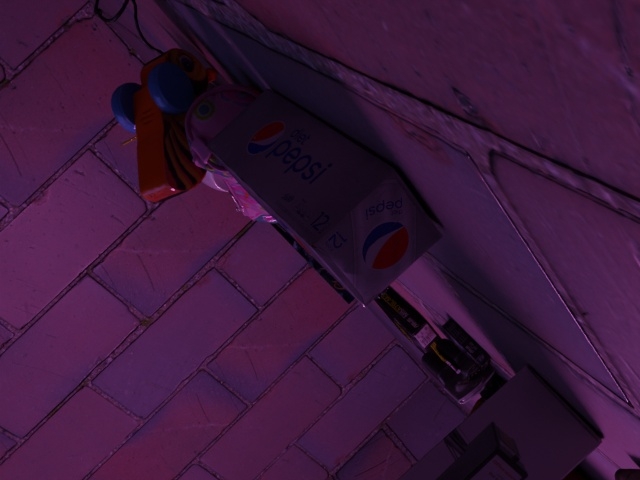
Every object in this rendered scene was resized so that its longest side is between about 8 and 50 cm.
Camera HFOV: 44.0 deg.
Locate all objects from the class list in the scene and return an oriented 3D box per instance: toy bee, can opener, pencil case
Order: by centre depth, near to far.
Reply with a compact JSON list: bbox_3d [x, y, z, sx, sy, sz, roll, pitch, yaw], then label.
[{"bbox_3d":[-0.087,-0.102,1.050,0.124,0.124,0.284,46,176,14],"label":"pencil case"},{"bbox_3d":[-0.194,-0.203,1.097,0.195,0.299,0.162,7,-174,35],"label":"toy bee"},{"bbox_3d":[0.245,0.236,1.344,0.095,0.076,0.283,47,178,-3],"label":"can opener"}]

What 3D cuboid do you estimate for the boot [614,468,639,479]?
[{"bbox_3d":[0.346,0.278,0.798,0.118,0.042,0.087,46,175,-7],"label":"boot"}]

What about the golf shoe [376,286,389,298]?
[{"bbox_3d":[0.047,0.012,1.327,0.198,0.077,0.094,48,-165,8],"label":"golf shoe"}]

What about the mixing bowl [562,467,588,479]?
[{"bbox_3d":[0.414,0.453,1.344,0.181,0.098,0.182,-16,-90,-73],"label":"mixing bowl"}]

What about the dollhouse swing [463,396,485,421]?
[{"bbox_3d":[0.347,0.481,1.372,0.304,0.315,0.347,28,-177,19],"label":"dollhouse swing"}]

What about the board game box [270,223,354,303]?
[{"bbox_3d":[0.000,0.000,1.450,0.243,0.042,0.165,46,-163,6],"label":"board game box"}]

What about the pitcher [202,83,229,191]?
[{"bbox_3d":[-0.147,-0.163,1.287,0.177,0.125,0.207,21,-154,-41],"label":"pitcher"}]

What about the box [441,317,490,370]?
[{"bbox_3d":[0.218,0.156,1.186,0.083,0.018,0.067,46,178,18],"label":"box"}]

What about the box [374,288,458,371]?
[{"bbox_3d":[0.195,0.184,1.670,0.184,0.045,0.191,40,173,48],"label":"box"}]

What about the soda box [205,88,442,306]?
[{"bbox_3d":[-0.009,-0.054,0.772,0.091,0.098,0.286,50,175,-35],"label":"soda box"}]

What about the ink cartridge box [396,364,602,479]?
[{"bbox_3d":[0.187,0.300,0.969,0.121,0.289,0.211,48,178,21],"label":"ink cartridge box"}]
